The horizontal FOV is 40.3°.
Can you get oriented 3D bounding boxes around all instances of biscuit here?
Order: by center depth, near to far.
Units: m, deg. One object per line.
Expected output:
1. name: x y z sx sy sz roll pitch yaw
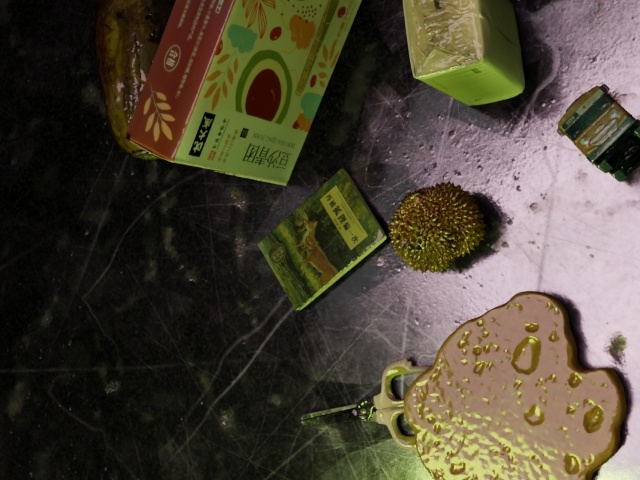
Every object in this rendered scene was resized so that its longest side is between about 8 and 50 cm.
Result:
1. biscuit: 0.308 0.262 1.369 0.312 0.057 0.351 37 103 22

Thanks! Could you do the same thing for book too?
1. book: 0.000 0.000 1.594 0.228 0.024 0.160 -41 66 23

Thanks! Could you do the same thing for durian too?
1. durian: 0.187 -0.023 1.416 0.158 0.168 0.137 -42 49 3

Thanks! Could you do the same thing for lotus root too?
1. lotus root: -0.347 -0.349 1.719 0.179 0.196 0.398 -7 83 19

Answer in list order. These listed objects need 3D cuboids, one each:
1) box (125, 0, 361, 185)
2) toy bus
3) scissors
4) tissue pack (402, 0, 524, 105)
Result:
1. box: -0.118 -0.308 1.495 0.122 0.344 0.385 28 101 28
2. toy bus: 0.419 -0.156 1.265 0.091 0.182 0.103 -47 64 20
3. scissors: 0.100 0.293 1.519 0.317 0.024 0.160 -14 82 29
4. tissue pack: 0.227 -0.314 1.356 0.125 0.234 0.159 -11 82 28
